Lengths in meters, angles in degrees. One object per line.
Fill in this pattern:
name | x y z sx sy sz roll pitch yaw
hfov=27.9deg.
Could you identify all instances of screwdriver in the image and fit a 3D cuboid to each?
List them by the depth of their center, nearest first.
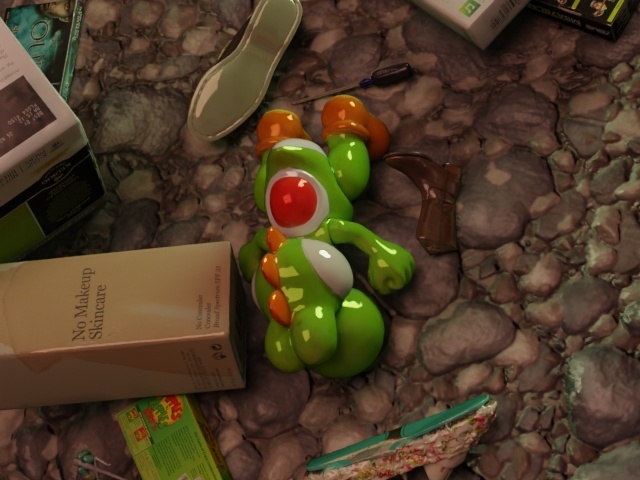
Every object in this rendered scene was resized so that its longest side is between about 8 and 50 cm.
screwdriver | 0.039 -0.196 1.670 0.170 0.024 0.025 -19 92 21

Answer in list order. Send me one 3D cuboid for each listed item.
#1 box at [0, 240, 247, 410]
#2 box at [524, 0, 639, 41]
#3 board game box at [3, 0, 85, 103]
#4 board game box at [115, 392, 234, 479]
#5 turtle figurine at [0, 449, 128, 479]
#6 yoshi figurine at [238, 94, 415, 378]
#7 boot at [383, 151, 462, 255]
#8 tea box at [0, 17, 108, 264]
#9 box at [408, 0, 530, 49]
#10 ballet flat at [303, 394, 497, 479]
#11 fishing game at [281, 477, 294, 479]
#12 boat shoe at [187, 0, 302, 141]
box | -0.250 0.103 1.545 0.311 0.121 0.148 -7 52 4
box | 0.330 -0.361 1.607 0.184 0.045 0.190 26 80 27
board game box | -0.414 -0.260 1.871 0.126 0.026 0.186 -4 67 21
board game box | -0.168 0.265 1.542 0.092 0.043 0.181 -32 61 6
turtle figurine | -0.299 0.346 1.519 0.234 0.118 0.175 -6 56 35
yoshi figurine | 0.003 0.017 1.536 0.203 0.203 0.362 15 52 -15
boot | 0.119 -0.043 1.539 0.106 0.037 0.114 13 72 -13
tea box | -0.468 -0.082 1.586 0.329 0.323 0.220 -36 79 -12
box | 0.175 -0.405 1.648 0.232 0.058 0.322 -47 51 0
ballet flat | 0.096 0.245 1.436 0.241 0.091 0.077 -23 92 16
fishing game | -0.071 0.413 1.445 0.264 0.041 0.189 -48 57 -2
boat shoe | -0.099 -0.226 1.710 0.081 0.069 0.227 34 85 -6
